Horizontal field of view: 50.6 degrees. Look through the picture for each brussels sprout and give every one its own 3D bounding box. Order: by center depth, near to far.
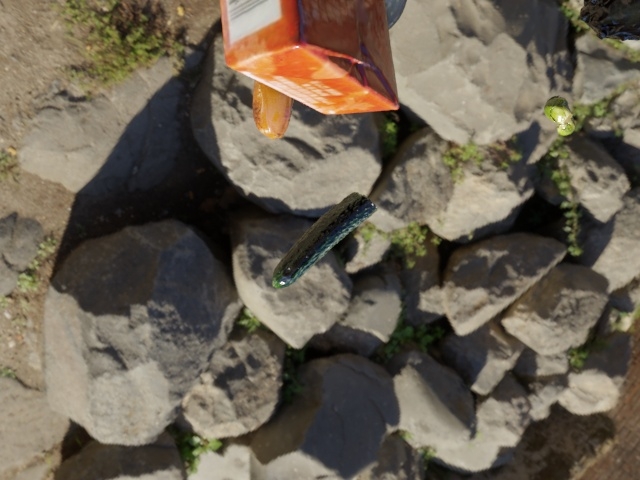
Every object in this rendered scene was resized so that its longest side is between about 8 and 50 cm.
[{"bbox_3d":[0.465,-0.237,1.298,0.046,0.051,0.083,-37,115,17],"label":"brussels sprout"}]

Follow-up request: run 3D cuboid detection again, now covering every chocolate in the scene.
[{"bbox_3d":[-0.012,-0.268,0.738,0.234,0.107,0.238,6,74,-60],"label":"chocolate"},{"bbox_3d":[0.362,-0.285,0.769,0.156,0.133,0.156,22,62,-50],"label":"chocolate"}]

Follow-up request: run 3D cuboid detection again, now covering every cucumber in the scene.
[{"bbox_3d":[0.000,0.000,1.105,0.214,0.052,0.058,-42,148,-3],"label":"cucumber"}]

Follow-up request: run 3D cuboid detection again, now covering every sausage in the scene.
[{"bbox_3d":[-0.094,-0.296,1.372,0.089,0.089,0.179,-12,120,-44],"label":"sausage"}]

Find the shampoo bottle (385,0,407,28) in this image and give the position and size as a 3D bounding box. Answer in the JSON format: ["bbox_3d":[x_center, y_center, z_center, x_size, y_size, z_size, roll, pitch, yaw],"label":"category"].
[{"bbox_3d":[0.008,-0.426,1.059,0.101,0.284,0.101,-33,149,-23],"label":"shampoo bottle"}]
